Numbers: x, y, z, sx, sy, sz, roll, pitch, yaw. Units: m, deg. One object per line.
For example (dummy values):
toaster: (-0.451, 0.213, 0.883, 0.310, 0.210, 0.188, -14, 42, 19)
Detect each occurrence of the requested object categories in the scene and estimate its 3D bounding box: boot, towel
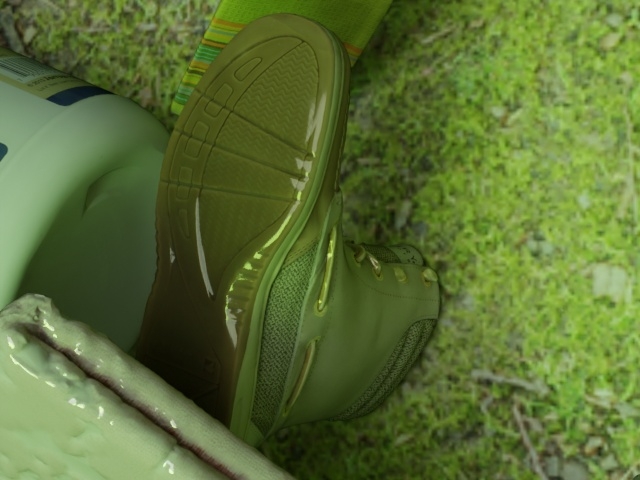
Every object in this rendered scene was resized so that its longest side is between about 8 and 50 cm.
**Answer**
boot: (0.000, 0.000, 0.891, 0.095, 0.203, 0.261, 21, 105, 32)
towel: (-0.005, -0.142, 0.895, 0.237, 0.102, 0.021, 124, 142, -48)
towel: (-0.098, 0.185, 0.874, 0.317, 0.053, 0.332, 37, 143, -9)

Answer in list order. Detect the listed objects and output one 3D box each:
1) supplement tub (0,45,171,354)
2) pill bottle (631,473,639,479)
supplement tub: (-0.274, -0.032, 0.998, 0.316, 0.228, 0.228, 24, 100, 20)
pill bottle: (0.220, 0.271, 0.817, 0.162, 0.162, 0.278, 5, 93, 24)
